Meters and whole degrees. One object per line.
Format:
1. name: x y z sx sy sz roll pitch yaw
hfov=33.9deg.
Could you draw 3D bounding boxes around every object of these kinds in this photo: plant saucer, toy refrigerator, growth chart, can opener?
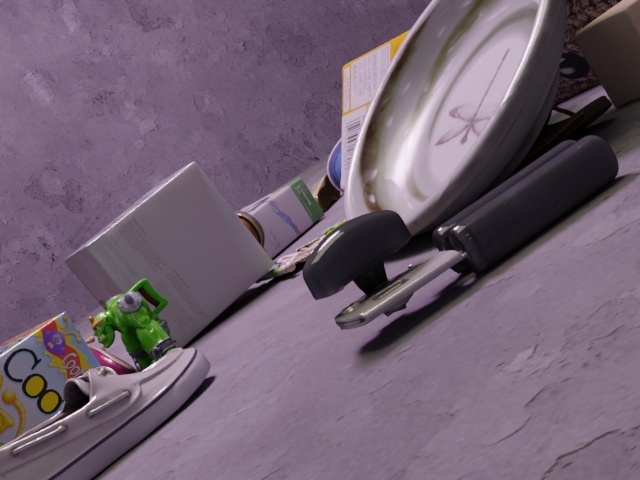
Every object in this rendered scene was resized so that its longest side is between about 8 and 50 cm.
1. plant saucer: 0.171 -0.159 1.218 0.400 0.100 0.400 -52 22 31
2. toy refrigerator: 0.430 -0.271 1.265 0.269 0.102 0.094 -37 8 -31
3. growth chart: 0.000 0.000 1.595 0.237 0.021 0.172 -35 6 -30
4. can opener: 0.117 -0.021 0.888 0.283 0.095 0.076 -34 8 -14

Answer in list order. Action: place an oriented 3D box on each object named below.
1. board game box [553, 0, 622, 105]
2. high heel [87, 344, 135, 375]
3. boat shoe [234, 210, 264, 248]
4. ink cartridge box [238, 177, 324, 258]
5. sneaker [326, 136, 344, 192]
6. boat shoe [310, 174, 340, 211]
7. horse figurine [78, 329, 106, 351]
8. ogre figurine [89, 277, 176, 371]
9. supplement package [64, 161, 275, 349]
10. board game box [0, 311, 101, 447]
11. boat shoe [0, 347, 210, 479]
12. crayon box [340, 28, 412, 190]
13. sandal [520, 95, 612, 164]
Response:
1. board game box: 0.356 -0.349 1.497 0.291 0.232 0.141 -26 24 47
2. high heel: -0.342 0.211 1.479 0.244 0.082 0.117 -2 57 52
3. boat shoe: -0.212 0.061 1.801 0.307 0.111 0.104 -39 4 39
4. ink cartridge box: -0.115 -0.015 1.912 0.154 0.093 0.212 -26 11 36
5. sneaker: 0.148 -0.168 1.659 0.322 0.130 0.236 -26 3 7
6. boat shoe: 0.000 -0.089 2.099 0.048 0.056 0.153 -24 16 22
7. horse figurine: -0.485 0.234 1.905 0.174 0.066 0.263 -26 9 -2
8. ogre figurine: -0.225 0.118 1.328 0.097 0.118 0.197 -32 6 1
9. supplement package: -0.219 0.032 1.521 0.203 0.194 0.149 -42 11 -25
10. board game box: -0.375 0.219 1.165 0.142 0.144 0.275 -25 10 41
11. boat shoe: -0.225 0.172 1.063 0.267 0.088 0.096 -37 8 -35
12. crayon box: 0.152 -0.195 1.496 0.083 0.203 0.323 9 -15 -32
13. sandal: 0.249 -0.131 1.242 0.090 0.060 0.219 -35 7 -25
